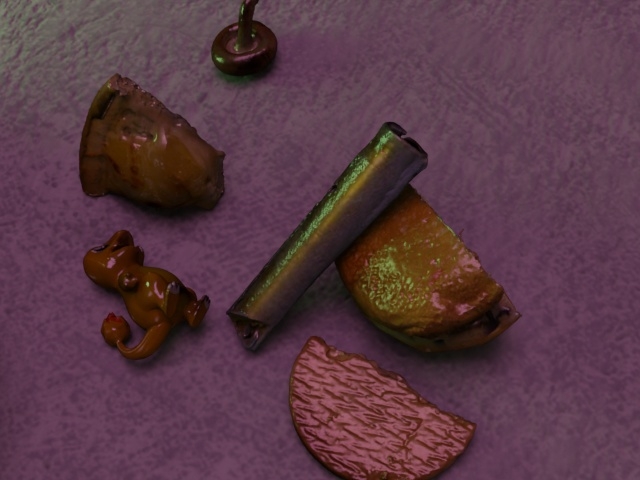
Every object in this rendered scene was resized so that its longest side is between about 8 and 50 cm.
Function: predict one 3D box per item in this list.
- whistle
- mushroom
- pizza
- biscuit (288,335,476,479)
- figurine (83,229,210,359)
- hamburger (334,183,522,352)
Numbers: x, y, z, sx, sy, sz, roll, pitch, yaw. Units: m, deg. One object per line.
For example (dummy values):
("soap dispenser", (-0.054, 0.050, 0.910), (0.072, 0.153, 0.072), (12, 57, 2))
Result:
("whistle", (-0.001, 0.000, 1.289), (0.326, 0.057, 0.068), (-49, 48, 22))
("mushroom", (-0.096, -0.287, 1.544), (0.088, 0.073, 0.129), (24, 98, 30))
("pizza", (-0.216, -0.105, 1.387), (0.188, 0.204, 0.080), (12, 51, 2))
("biscuit", (0.056, 0.210, 1.286), (0.224, 0.033, 0.144), (25, 67, 16))
("figurine", (-0.231, 0.070, 1.355), (0.176, 0.121, 0.122), (37, 95, 35))
("hamburger", (0.100, 0.029, 1.324), (0.156, 0.144, 0.283), (-47, 52, 9))
